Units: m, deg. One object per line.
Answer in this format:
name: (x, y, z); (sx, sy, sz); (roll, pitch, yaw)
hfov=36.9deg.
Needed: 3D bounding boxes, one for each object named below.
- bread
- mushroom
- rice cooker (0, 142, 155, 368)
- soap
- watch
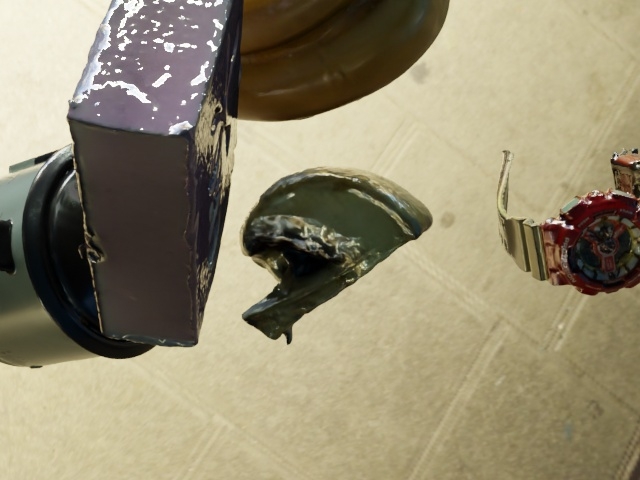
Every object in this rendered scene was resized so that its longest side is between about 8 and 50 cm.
bread: (-0.054, -0.326, 1.192); (0.423, 0.245, 0.329); (4, 47, 27)
mushroom: (0.005, -0.006, 1.406); (0.212, 0.217, 0.292); (42, 111, -1)
rice cooker: (-0.276, 0.019, 1.072); (0.280, 0.227, 0.241); (12, 70, -55)
soap: (-0.139, -0.097, 0.878); (0.107, 0.296, 0.285); (8, 52, -2)
watch: (0.261, -0.041, 0.978); (0.164, 0.268, 0.102); (-8, 113, 12)
